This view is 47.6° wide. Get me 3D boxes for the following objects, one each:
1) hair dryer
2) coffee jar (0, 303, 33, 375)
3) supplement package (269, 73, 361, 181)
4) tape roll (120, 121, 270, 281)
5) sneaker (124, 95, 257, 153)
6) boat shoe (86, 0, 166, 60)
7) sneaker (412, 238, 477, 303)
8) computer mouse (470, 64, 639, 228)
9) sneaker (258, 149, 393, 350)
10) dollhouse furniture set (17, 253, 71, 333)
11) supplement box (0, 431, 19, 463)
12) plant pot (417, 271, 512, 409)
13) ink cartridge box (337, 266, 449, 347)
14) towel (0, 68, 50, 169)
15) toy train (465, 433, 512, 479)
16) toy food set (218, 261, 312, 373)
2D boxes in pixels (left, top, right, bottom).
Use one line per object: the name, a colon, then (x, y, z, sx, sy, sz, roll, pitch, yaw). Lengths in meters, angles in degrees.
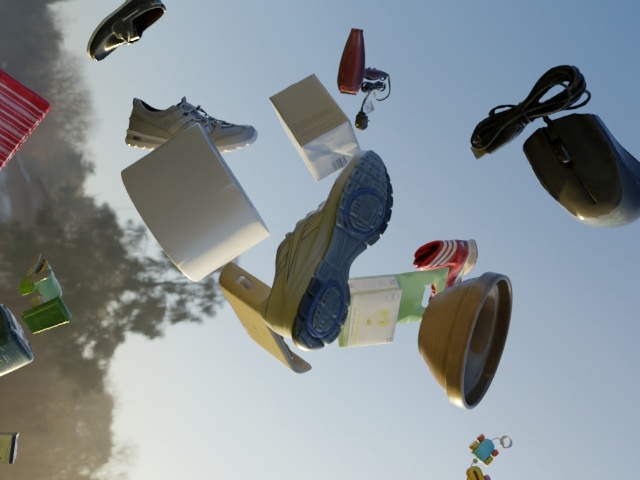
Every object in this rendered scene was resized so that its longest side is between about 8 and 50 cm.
hair dryer: (0.121, -0.502, 2.181, 0.080, 0.224, 0.294, 11, -39, 26)
coffee jar: (-0.512, 0.171, 1.025, 0.079, 0.184, 0.096, 49, -22, 37)
supplement package: (-0.016, -0.369, 2.356, 0.293, 0.177, 0.175, 60, -2, 41)
tape roll: (-0.228, -0.071, 1.336, 0.246, 0.169, 0.246, 58, -2, 2)
sneaker: (-0.273, -0.246, 1.535, 0.105, 0.281, 0.115, -106, -161, -75)
boat shoe: (-0.485, -0.525, 1.802, 0.079, 0.233, 0.084, 51, 6, 14)
sneaker: (0.252, 0.070, 1.624, 0.087, 0.128, 0.221, -96, -162, -47)
computer mouse: (0.356, -0.098, 1.018, 0.188, 0.272, 0.072, -36, -158, 44)
sneaker: (0.000, 0.000, 1.005, 0.129, 0.111, 0.297, 11, -113, 46)
dollhouse furniture set: (-0.402, 0.074, 1.089, 0.152, 0.058, 0.076, -109, 177, -63)
supplement box: (-0.659, 0.418, 1.466, 0.083, 0.083, 0.056, 151, -56, -68)
plant pot: (0.240, 0.162, 1.249, 0.109, 0.237, 0.238, 13, -69, 29)
ink cartridge box: (0.153, 0.142, 1.523, 0.056, 0.235, 0.171, -104, -167, -45)
towel: (-0.903, -0.325, 1.996, 0.275, 0.199, 0.031, -53, -143, -4)
toy train: (0.386, 0.527, 1.653, 0.046, 0.125, 0.166, 124, -26, -66)
toy food set: (-0.142, 0.210, 1.965, 0.219, 0.092, 0.306, 27, -30, 48)
